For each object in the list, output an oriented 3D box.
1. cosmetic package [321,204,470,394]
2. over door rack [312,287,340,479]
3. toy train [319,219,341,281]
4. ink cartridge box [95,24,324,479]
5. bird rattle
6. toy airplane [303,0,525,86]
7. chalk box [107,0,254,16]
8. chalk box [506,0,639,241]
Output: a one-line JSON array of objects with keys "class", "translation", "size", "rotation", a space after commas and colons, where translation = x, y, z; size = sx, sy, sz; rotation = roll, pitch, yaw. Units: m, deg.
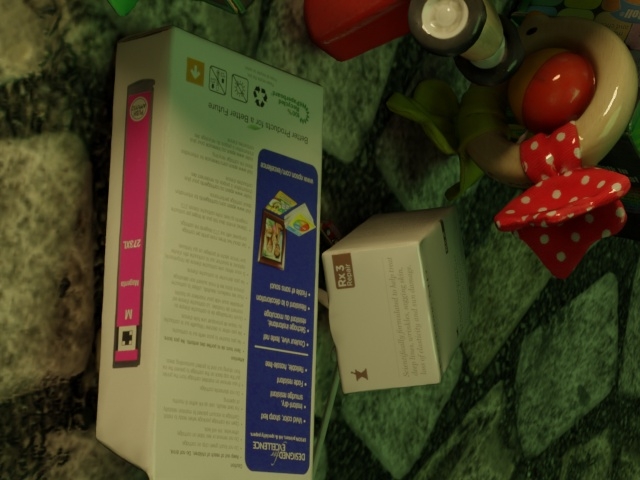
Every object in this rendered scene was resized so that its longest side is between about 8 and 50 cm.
[{"class": "cosmetic package", "translation": [0.069, 0.043, 1.221], "size": [0.231, 0.085, 0.117], "rotation": [-43, 125, -76]}, {"class": "over door rack", "translation": [-0.053, 0.219, 1.180], "size": [0.239, 0.108, 0.324], "rotation": [-10, 108, -52]}, {"class": "toy train", "translation": [0.000, 0.000, 1.254], "size": [0.158, 0.027, 0.036], "rotation": [52, 49, -46]}, {"class": "ink cartridge box", "translation": [-0.074, 0.047, 1.054], "size": [0.175, 0.069, 0.371], "rotation": [15, 70, -51]}, {"class": "bird rattle", "translation": [0.185, -0.103, 1.267], "size": [0.143, 0.253, 0.207], "rotation": [35, 89, -35]}, {"class": "toy airplane", "translation": [0.152, -0.343, 1.148], "size": [0.384, 0.272, 0.386], "rotation": [-30, 157, -30]}, {"class": "chalk box", "translation": [-0.085, -0.245, 0.965], "size": [0.213, 0.132, 0.132], "rotation": [-49, 137, -14]}, {"class": "chalk box", "translation": [0.281, -0.149, 1.452], "size": [0.179, 0.180, 0.289], "rotation": [-62, 142, -19]}]
